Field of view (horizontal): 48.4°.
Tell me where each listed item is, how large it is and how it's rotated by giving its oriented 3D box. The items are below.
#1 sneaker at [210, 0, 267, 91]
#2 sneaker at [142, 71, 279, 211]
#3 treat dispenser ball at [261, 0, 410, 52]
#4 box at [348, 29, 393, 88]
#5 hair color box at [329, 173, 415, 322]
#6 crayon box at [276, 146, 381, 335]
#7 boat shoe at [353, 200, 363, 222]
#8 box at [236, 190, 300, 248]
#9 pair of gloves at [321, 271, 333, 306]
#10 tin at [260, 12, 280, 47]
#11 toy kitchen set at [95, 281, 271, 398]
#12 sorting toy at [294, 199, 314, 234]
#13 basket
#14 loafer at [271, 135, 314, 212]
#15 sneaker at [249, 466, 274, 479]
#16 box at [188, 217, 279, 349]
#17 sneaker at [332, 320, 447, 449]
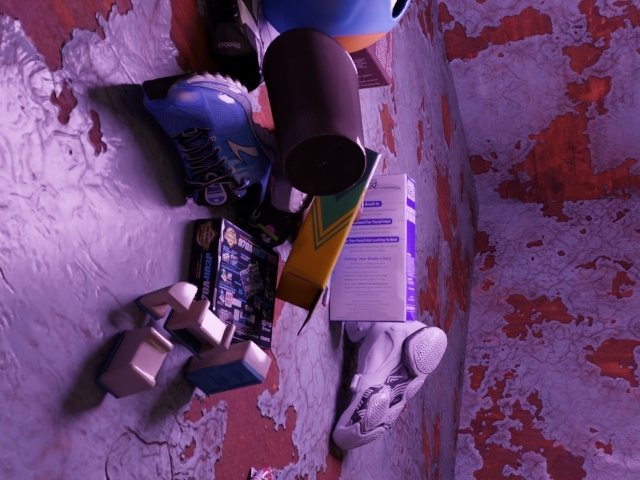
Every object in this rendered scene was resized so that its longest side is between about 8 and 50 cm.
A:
[{"bbox_3d":[-0.139,-0.346,1.162,0.106,0.078,0.234,-67,150,-52],"label":"sneaker"},{"bbox_3d":[-0.150,-0.132,1.048,0.330,0.129,0.147,41,48,-63],"label":"sneaker"},{"bbox_3d":[0.022,-0.465,1.217,0.288,0.288,0.288,-2,90,-69],"label":"treat dispenser ball"},{"bbox_3d":[0.054,-0.443,1.548,0.203,0.167,0.169,32,59,-65],"label":"box"},{"bbox_3d":[0.124,0.022,1.669,0.110,0.185,0.339,15,75,-68],"label":"hair color box"},{"bbox_3d":[0.000,0.000,1.279,0.202,0.081,0.319,115,-1,-71],"label":"crayon box"},{"bbox_3d":[0.057,-0.158,1.606,0.095,0.095,0.258,29,58,-47],"label":"boat shoe"},{"bbox_3d":[-0.090,-0.037,1.232,0.062,0.083,0.052,-56,168,19],"label":"box"},{"bbox_3d":[0.017,0.039,1.548,0.198,0.023,0.159,-79,173,-64],"label":"pair of gloves"},{"bbox_3d":[-0.100,-0.400,1.330,0.190,0.040,0.106,-64,142,-50],"label":"tin"},{"bbox_3d":[-0.195,0.181,0.971,0.207,0.122,0.166,49,40,-29],"label":"toy kitchen set"},{"bbox_3d":[-0.032,-0.077,1.461,0.132,0.046,0.275,57,38,-54],"label":"sorting toy"},{"bbox_3d":[-0.005,-0.195,1.140,0.204,0.154,0.227,53,21,-43],"label":"basket"},{"bbox_3d":[-0.052,-0.138,1.296,0.319,0.111,0.112,-69,171,-66],"label":"loafer"},{"bbox_3d":[-0.112,0.420,1.216,0.118,0.042,0.067,55,42,-67],"label":"sneaker"},{"bbox_3d":[-0.138,0.078,1.165,0.220,0.051,0.175,37,54,-64],"label":"box"},{"bbox_3d":[0.119,0.316,1.716,0.366,0.210,0.137,-46,142,-13],"label":"sneaker"}]
